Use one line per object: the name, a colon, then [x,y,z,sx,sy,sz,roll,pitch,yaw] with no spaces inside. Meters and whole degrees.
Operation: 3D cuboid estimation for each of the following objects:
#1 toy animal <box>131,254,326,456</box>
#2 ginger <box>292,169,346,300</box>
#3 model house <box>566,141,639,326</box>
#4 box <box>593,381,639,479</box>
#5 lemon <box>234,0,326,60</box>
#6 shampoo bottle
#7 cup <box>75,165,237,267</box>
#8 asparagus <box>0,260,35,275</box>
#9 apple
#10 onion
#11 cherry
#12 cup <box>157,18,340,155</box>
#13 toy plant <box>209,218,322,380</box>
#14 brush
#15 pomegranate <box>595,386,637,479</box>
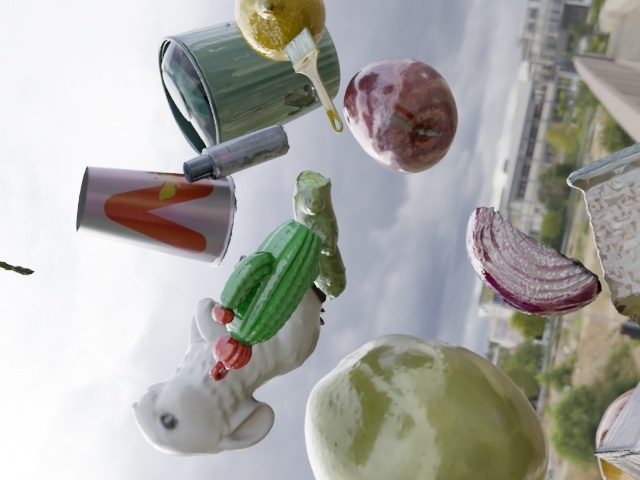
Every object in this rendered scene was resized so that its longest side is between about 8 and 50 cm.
toy animal: [-0.139,0.210,1.378,0.258,0.193,0.357,48,-116,-32]
ginger: [-0.002,-0.004,1.564,0.089,0.137,0.290,-27,-36,-19]
model house: [0.703,-0.098,1.441,0.395,0.445,0.400,18,-126,-44]
box: [0.507,0.212,1.070,0.252,0.153,0.188,-54,-7,-13]
lemon: [-0.080,-0.458,1.681,0.244,0.186,0.187,20,-98,-80]
shampoo bottle: [-0.167,-0.167,1.642,0.214,0.072,0.072,-23,-45,-24]
cup: [-0.333,-0.061,1.673,0.203,0.288,0.203,-172,90,-68]
asparagus: [-0.455,0.031,1.172,0.114,0.014,0.015,26,-125,-37]
apple: [0.198,0.401,1.601,0.473,0.473,0.474,12,-90,-76]
onion: [0.342,0.064,1.435,0.111,0.250,0.247,-56,-12,-8]
cherry: [0.168,-0.252,1.682,0.212,0.285,0.236,-14,-63,-26]
cup: [-0.200,-0.405,2.104,0.392,0.401,0.310,-25,-75,-23]
toy plant: [-0.083,0.076,1.158,0.240,0.088,0.155,-45,-32,-22]
brush: [-0.004,-0.298,1.596,0.011,0.083,0.205,-24,-93,-39]
pomegranate: [0.604,0.373,1.441,0.264,0.264,0.265,12,-90,-76]
